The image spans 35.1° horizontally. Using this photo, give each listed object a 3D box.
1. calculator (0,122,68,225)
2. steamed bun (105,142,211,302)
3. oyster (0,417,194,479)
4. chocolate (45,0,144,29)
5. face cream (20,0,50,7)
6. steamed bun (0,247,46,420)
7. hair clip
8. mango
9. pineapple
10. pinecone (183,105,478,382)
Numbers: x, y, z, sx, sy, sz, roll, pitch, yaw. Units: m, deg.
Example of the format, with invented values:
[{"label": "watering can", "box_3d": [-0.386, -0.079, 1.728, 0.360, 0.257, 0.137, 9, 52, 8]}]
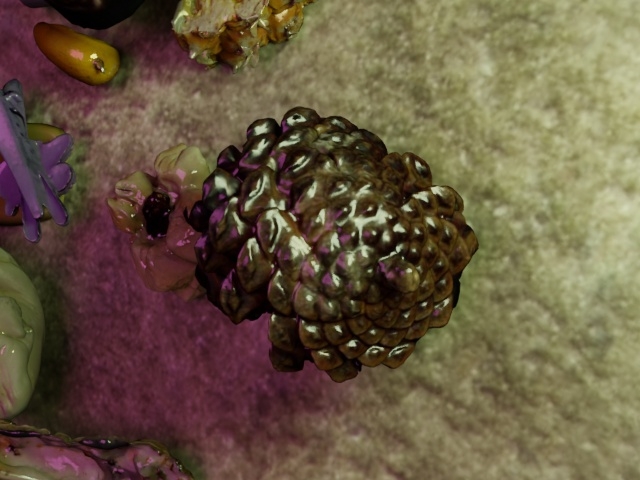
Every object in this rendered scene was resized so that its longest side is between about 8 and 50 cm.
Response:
[{"label": "calculator", "box_3d": [-0.465, -0.101, 1.500, 0.236, 0.033, 0.157, 1, 84, 25]}, {"label": "steamed bun", "box_3d": [-0.180, -0.030, 1.302, 0.192, 0.106, 0.177, -38, 70, 17]}, {"label": "oyster", "box_3d": [-0.324, 0.282, 1.313, 0.345, 0.078, 0.128, 11, 123, 7]}, {"label": "chocolate", "box_3d": [-0.295, -0.463, 1.293, 0.225, 0.210, 0.340, 2, 63, 25]}, {"label": "face cream", "box_3d": [-0.306, -0.375, 1.425, 0.283, 0.073, 0.073, 1, 85, 27]}, {"label": "steamed bun", "box_3d": [-0.553, 0.092, 1.413, 0.394, 0.237, 0.346, 24, 118, -3]}, {"label": "hair clip", "box_3d": [-0.420, -0.133, 1.430, 0.137, 0.090, 0.278, -28, 82, 4]}, {"label": "mango", "box_3d": [-0.347, -0.266, 1.419, 0.187, 0.101, 0.066, 33, 101, 36]}, {"label": "pineapple", "box_3d": [-0.091, -0.327, 1.301, 0.236, 0.114, 0.186, -39, 68, 8]}, {"label": "pinecone", "box_3d": [-0.003, 0.002, 1.122, 0.296, 0.298, 0.242, 48, 146, 31]}]
